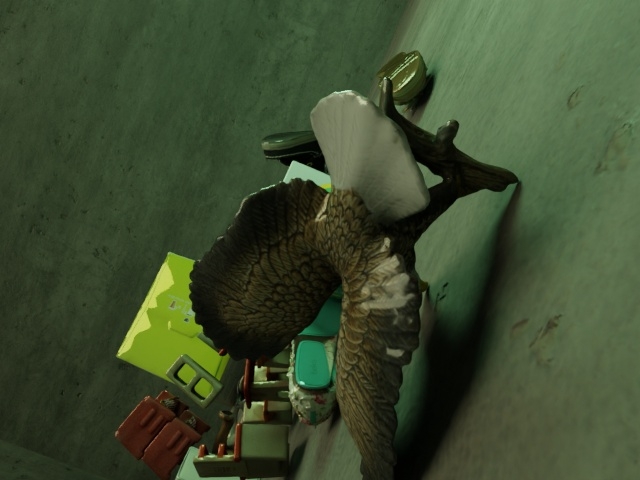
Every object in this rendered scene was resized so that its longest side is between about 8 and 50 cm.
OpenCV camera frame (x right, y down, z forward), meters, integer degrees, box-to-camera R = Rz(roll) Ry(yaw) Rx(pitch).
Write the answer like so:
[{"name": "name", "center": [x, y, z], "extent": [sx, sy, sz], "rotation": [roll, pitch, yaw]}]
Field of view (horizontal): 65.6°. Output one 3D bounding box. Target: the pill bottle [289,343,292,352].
[{"name": "pill bottle", "center": [-0.042, 0.140, 0.986], "extent": [0.121, 0.121, 0.221], "rotation": [-75, 10, -61]}]

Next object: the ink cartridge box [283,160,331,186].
[{"name": "ink cartridge box", "center": [-0.042, -0.009, 1.224], "extent": [0.270, 0.197, 0.198], "rotation": [118, 173, -52]}]

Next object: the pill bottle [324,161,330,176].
[{"name": "pill bottle", "center": [0.077, -0.204, 1.286], "extent": [0.219, 0.122, 0.123], "rotation": [-73, 7, -50]}]

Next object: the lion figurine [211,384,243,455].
[{"name": "lion figurine", "center": [-0.213, 0.518, 1.212], "extent": [0.392, 0.142, 0.240], "rotation": [15, -90, -81]}]

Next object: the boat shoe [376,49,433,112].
[{"name": "boat shoe", "center": [0.183, -0.333, 1.043], "extent": [0.104, 0.089, 0.285], "rotation": [-37, 18, 20]}]

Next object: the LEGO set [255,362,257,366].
[{"name": "LEGO set", "center": [-0.115, 0.230, 1.100], "extent": [0.060, 0.182, 0.244], "rotation": [-25, 16, 26]}]

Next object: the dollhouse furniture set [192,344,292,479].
[{"name": "dollhouse furniture set", "center": [-0.116, 0.241, 0.812], "extent": [0.262, 0.135, 0.259], "rotation": [92, 178, -47]}]

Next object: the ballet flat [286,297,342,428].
[{"name": "ballet flat", "center": [-0.005, 0.168, 0.715], "extent": [0.241, 0.091, 0.077], "rotation": [-68, -19, -64]}]

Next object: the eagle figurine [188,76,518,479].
[{"name": "eagle figurine", "center": [0.023, 0.038, 0.419], "extent": [0.298, 0.225, 0.226], "rotation": [-56, 16, 4]}]

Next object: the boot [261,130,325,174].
[{"name": "boot", "center": [-0.036, -0.156, 1.370], "extent": [0.377, 0.138, 0.284], "rotation": [-31, -60, -68]}]

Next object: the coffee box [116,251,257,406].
[{"name": "coffee box", "center": [-0.322, 0.280, 1.499], "extent": [0.338, 0.337, 0.334], "rotation": [-67, -23, -17]}]

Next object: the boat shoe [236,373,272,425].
[{"name": "boat shoe", "center": [-0.148, 0.348, 1.162], "extent": [0.102, 0.092, 0.285], "rotation": [-31, 8, -3]}]

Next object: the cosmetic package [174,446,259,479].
[{"name": "cosmetic package", "center": [-0.250, 0.587, 0.964], "extent": [0.113, 0.160, 0.310], "rotation": [-106, 41, -83]}]

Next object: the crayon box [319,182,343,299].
[{"name": "crayon box", "center": [0.000, 0.000, 0.795], "extent": [0.278, 0.081, 0.165], "rotation": [-1, 63, 58]}]

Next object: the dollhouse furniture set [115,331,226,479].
[{"name": "dollhouse furniture set", "center": [-0.277, 0.343, 1.166], "extent": [0.374, 0.152, 0.201], "rotation": [-51, -4, -12]}]
